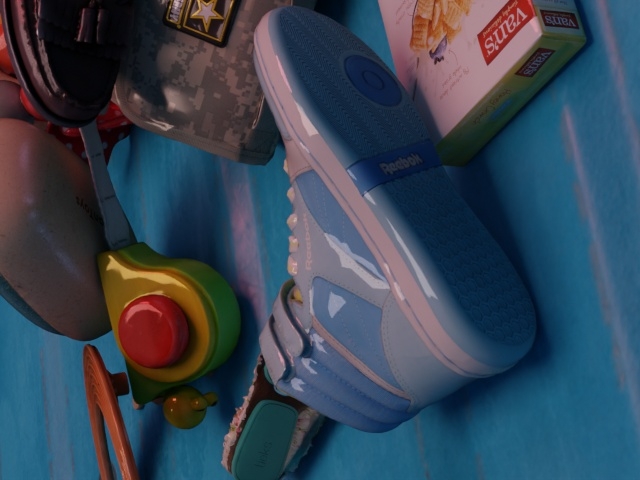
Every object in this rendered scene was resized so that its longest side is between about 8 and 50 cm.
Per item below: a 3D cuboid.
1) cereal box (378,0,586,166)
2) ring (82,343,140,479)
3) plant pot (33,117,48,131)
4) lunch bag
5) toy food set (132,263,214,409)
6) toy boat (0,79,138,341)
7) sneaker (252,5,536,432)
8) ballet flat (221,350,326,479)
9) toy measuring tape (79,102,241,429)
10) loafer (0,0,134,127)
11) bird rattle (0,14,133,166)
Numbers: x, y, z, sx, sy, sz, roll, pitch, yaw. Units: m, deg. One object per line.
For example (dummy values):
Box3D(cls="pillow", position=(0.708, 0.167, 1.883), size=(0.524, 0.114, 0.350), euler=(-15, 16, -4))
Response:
Box3D(cls="cereal box", position=(0.106, -0.199, 1.218), size=(0.173, 0.047, 0.240), euler=(-48, 46, 48))
Box3D(cls="ring", position=(-0.175, 0.260, 1.551), size=(0.336, 0.032, 0.336), euler=(168, 90, -76))
Box3D(cls="plant pot", position=(-0.372, -0.122, 1.899), size=(0.174, 0.191, 0.191), euler=(-50, 45, 41))
Box3D(cls="lunch bag", position=(-0.108, -0.223, 1.483), size=(0.287, 0.169, 0.235), euler=(34, 111, 48))
Box3D(cls="toy food set", position=(-0.169, 0.102, 1.658), size=(0.192, 0.038, 0.132), euler=(-31, 59, 55))
Box3D(cls="toy boat", position=(-0.282, -0.048, 1.610), size=(0.148, 0.267, 0.318), euler=(-20, 50, 16))
Box3D(cls="sneaker", position=(0.000, 0.000, 1.204), size=(0.208, 0.127, 0.319), euler=(-43, 67, 38))
Box3D(cls="ballet flat", position=(-0.020, 0.110, 1.363), size=(0.241, 0.091, 0.077), euler=(-56, 16, 34))
Box3D(cls="toy measuring tape", position=(-0.145, 0.015, 1.514), size=(0.121, 0.121, 0.330), euler=(-5, 99, 60))
Box3D(cls="loafer", position=(-0.208, -0.249, 1.398), size=(0.095, 0.109, 0.302), euler=(-26, 59, 46))
Box3D(cls="bird rattle", position=(-0.297, -0.200, 1.786), size=(0.143, 0.207, 0.253), euler=(134, 145, -73))
